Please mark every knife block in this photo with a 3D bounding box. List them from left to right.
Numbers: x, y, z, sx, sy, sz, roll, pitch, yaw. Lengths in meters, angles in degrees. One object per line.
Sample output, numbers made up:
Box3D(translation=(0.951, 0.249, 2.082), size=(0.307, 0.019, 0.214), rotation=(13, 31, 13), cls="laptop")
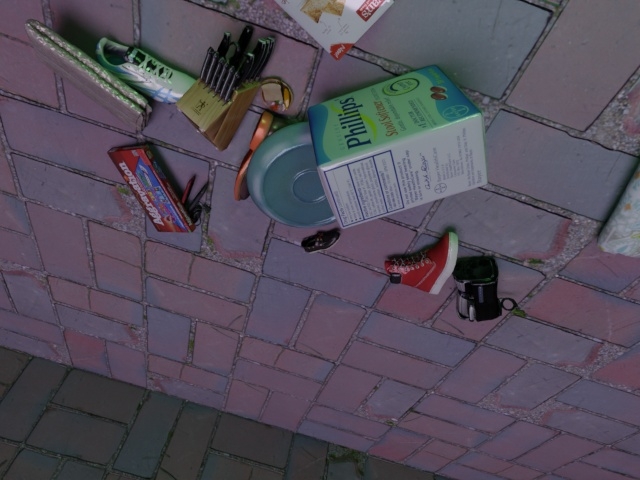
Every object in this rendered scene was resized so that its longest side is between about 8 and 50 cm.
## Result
Box3D(translation=(-0.194, -0.337, 0.996), size=(0.088, 0.242, 0.275), rotation=(43, 177, 0), cls="knife block")

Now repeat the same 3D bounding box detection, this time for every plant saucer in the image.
Box3D(translation=(-0.023, -0.142, 1.111), size=(0.318, 0.043, 0.317), rotation=(-5, 133, -6), cls="plant saucer")

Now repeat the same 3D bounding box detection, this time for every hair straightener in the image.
Box3D(translation=(-0.370, -0.088, 1.313), size=(0.089, 0.047, 0.230), rotation=(28, 134, -13), cls="hair straightener")

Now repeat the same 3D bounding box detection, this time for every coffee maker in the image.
Box3D(translation=(0.470, 0.135, 1.290), size=(0.171, 0.120, 0.178), rotation=(-19, 132, 0), cls="coffee maker")

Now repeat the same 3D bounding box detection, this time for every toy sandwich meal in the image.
Box3D(translation=(-0.102, -0.328, 1.021), size=(0.086, 0.029, 0.085), rotation=(7, 135, 7), cls="toy sandwich meal")

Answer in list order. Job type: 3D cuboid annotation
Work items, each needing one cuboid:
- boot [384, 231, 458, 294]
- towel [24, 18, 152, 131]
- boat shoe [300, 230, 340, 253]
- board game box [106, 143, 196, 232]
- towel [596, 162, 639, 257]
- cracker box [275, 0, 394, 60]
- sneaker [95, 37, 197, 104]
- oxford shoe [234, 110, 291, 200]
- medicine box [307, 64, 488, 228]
Box3D(translation=(0.278, 0.056, 1.268), size=(0.176, 0.088, 0.244), rotation=(14, 139, 3), cls="boot")
Box3D(translation=(-0.513, -0.362, 1.013), size=(0.282, 0.049, 0.187), rotation=(37, 166, -20), cls="towel")
Box3D(translation=(0.000, 0.001, 1.306), size=(0.133, 0.048, 0.042), rotation=(-21, 134, 36), cls="boat shoe")
Box3D(translation=(-0.475, -0.138, 1.272), size=(0.145, 0.027, 0.281), rotation=(3, 132, 30), cls="board game box")
Box3D(translation=(0.866, -0.077, 0.982), size=(0.375, 0.090, 0.320), rotation=(5, 134, 9), cls="towel")
Box3D(translation=(0.004, -0.474, 0.824), size=(0.232, 0.067, 0.156), rotation=(36, 132, -21), cls="cracker box")
Box3D(translation=(-0.386, -0.376, 1.001), size=(0.237, 0.085, 0.086), rotation=(20, 159, -3), cls="sneaker")
Box3D(translation=(-0.147, -0.189, 1.127), size=(0.098, 0.096, 0.271), rotation=(20, 136, -14), cls="oxford shoe")
Box3D(translation=(0.137, -0.192, 0.882), size=(0.289, 0.263, 0.149), rotation=(-17, 128, 6), cls="medicine box")
